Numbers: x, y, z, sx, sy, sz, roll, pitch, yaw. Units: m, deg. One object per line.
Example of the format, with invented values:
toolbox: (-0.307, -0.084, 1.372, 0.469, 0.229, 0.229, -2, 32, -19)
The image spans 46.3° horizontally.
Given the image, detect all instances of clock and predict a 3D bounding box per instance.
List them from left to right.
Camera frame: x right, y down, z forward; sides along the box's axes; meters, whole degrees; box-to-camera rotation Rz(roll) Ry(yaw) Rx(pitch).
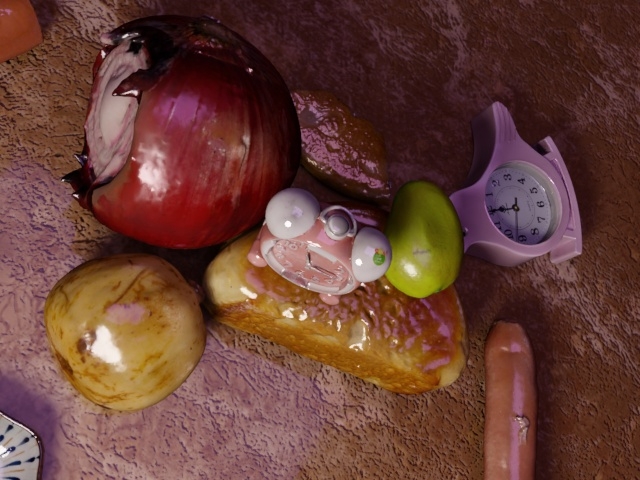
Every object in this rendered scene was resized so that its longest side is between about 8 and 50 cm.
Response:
clock: (0.000, 0.000, 0.943, 0.166, 0.162, 0.092, 29, 66, -9)
clock: (0.308, -0.098, 1.319, 0.276, 0.080, 0.290, -4, 76, -20)

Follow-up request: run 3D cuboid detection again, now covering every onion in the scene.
onion: (-0.179, -0.154, 1.039, 0.341, 0.341, 0.341, 5, 74, -18)

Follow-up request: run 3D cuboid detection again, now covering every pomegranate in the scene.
pomegranate: (-0.255, 0.112, 1.010, 0.215, 0.215, 0.215, 5, 74, -18)

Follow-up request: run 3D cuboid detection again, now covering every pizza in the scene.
pizza: (0.023, -0.163, 1.252, 0.271, 0.056, 0.134, 33, 70, -6)

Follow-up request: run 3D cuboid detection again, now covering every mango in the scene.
mango: (0.144, -0.001, 1.027, 0.117, 0.089, 0.163, 22, 69, -10)

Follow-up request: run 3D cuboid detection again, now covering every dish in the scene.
dish: (-0.451, 0.303, 0.957, 0.191, 0.066, 0.190, 5, 75, -19)

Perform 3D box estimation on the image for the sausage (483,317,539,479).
sausage: (0.302, 0.331, 1.192, 0.094, 0.094, 0.418, 19, 68, -37)

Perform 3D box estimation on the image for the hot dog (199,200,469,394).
hot dog: (0.036, 0.066, 1.122, 0.405, 0.185, 0.223, 23, 69, -11)

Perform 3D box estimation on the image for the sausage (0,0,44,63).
sausage: (-0.532, -0.280, 1.066, 0.259, 0.113, 0.113, -35, 89, -24)
